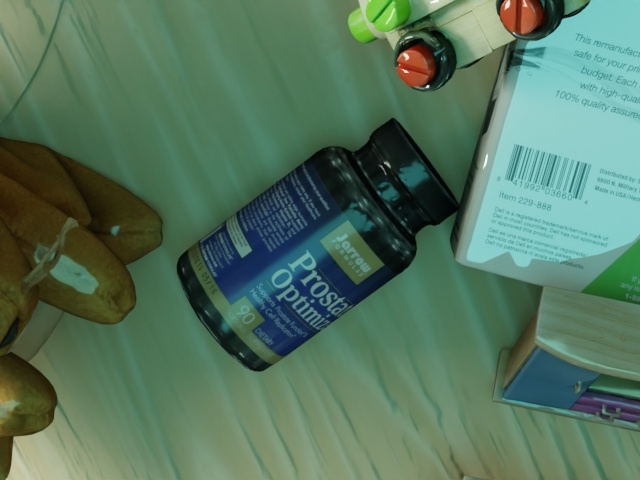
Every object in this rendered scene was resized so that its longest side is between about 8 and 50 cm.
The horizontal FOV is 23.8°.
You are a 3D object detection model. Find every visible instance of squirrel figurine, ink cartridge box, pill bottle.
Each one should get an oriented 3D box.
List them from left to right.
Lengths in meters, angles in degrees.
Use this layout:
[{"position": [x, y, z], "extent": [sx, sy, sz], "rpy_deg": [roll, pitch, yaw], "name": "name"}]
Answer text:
[{"position": [-0.336, -0.011, 1.129], "extent": [0.397, 0.370, 0.281], "rpy_deg": [40, 89, 3], "name": "squirrel figurine"}, {"position": [0.000, 0.000, 1.253], "extent": [0.219, 0.123, 0.122], "rpy_deg": [-37, 96, 8], "name": "pill bottle"}, {"position": [0.244, -0.100, 1.225], "extent": [0.211, 0.121, 0.289], "rpy_deg": [16, 100, 0], "name": "ink cartridge box"}]

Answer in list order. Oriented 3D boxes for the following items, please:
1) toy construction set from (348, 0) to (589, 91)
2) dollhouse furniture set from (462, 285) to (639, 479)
[{"position": [0.100, -0.240, 1.113], "extent": [0.151, 0.328, 0.215], "rpy_deg": [-33, 98, -33], "name": "toy construction set"}, {"position": [0.246, 0.227, 1.183], "extent": [0.287, 0.198, 0.303], "rpy_deg": [11, 72, 1], "name": "dollhouse furniture set"}]
